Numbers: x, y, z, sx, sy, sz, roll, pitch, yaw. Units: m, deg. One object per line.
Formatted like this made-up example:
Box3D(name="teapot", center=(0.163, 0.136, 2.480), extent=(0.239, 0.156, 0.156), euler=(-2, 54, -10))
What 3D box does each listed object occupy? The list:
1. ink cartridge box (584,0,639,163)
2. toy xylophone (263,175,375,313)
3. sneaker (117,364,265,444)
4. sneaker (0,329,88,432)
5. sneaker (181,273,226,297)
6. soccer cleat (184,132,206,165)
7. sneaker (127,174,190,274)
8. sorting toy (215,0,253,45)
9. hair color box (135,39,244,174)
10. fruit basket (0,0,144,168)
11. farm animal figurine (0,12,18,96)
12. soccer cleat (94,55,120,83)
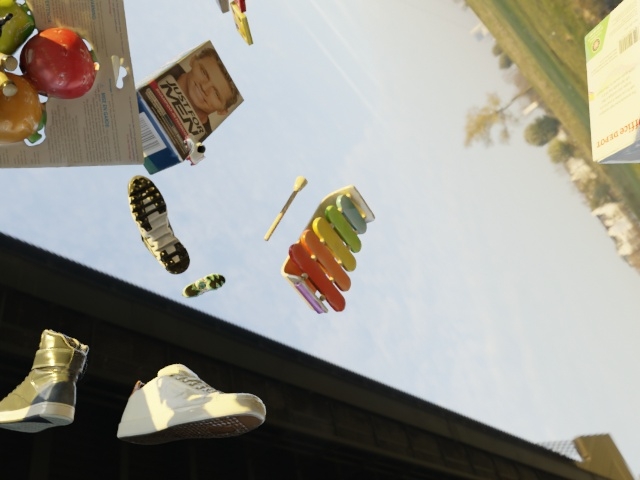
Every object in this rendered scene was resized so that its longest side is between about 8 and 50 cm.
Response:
Box3D(name="ink cartridge box", center=(0.615, -0.305, 1.163), extent=(0.201, 0.117, 0.278), euler=(122, 149, -79))
Box3D(name="toy xylophone", center=(0.000, 0.000, 1.370), extent=(0.236, 0.081, 0.322), euler=(45, -128, -34))
Box3D(name="sneaker", center=(-0.208, 0.246, 0.963), extent=(0.106, 0.290, 0.123), euler=(40, -135, -45))
Box3D(name="sneaker", center=(-0.503, 0.251, 1.088), extent=(0.086, 0.226, 0.163), euler=(37, -135, -47))
Box3D(name="sneaker", center=(-0.261, 0.101, 1.347), extent=(0.098, 0.069, 0.038), euler=(-17, -92, -24))
Box3D(name="soccer cleat", center=(-0.220, -0.165, 1.083), extent=(0.029, 0.036, 0.083), euler=(56, -167, -43))
Box3D(name="sneaker", center=(-0.373, -0.033, 1.358), extent=(0.078, 0.106, 0.234), euler=(-31, -71, -26))
Box3D(name="sorting toy", center=(-0.175, -0.393, 0.845), extent=(0.274, 0.046, 0.132), euler=(61, 170, 11))
Box3D(name="hair color box", center=(-0.317, -0.313, 1.392), extent=(0.174, 0.105, 0.347), euler=(60, -149, -25))
Box3D(name="fruit basket", center=(-0.486, -0.274, 1.000), extent=(0.353, 0.165, 0.327), euler=(-7, -94, -36))
Box3D(name="farm animal figurine", center=(-0.567, -0.166, 0.718), extent=(0.172, 0.326, 0.330), euler=(35, -162, 26))
Box3D(name="soccer cleat", center=(-0.428, -0.285, 1.203), extent=(0.076, 0.196, 0.068), euler=(23, -162, -31))
